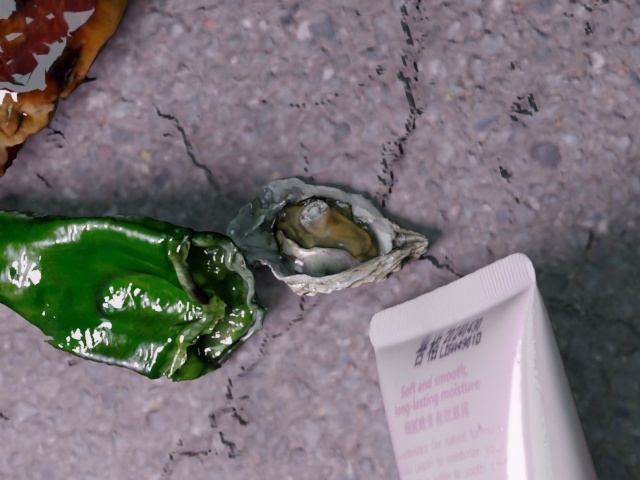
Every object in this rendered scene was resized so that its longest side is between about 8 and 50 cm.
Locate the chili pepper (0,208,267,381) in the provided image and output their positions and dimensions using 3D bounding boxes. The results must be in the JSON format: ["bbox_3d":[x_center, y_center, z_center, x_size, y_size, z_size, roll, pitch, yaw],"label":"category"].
[{"bbox_3d":[-0.139,0.015,1.157,0.216,0.062,0.108,13,122,11],"label":"chili pepper"}]

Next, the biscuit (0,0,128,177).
[{"bbox_3d":[-0.266,-0.170,1.198,0.289,0.081,0.334,29,82,4],"label":"biscuit"}]

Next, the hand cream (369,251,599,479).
[{"bbox_3d":[0.116,0.196,1.072,0.118,0.185,0.359,-10,82,-26],"label":"hand cream"}]

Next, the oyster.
[{"bbox_3d":[0.001,-0.001,1.176,0.098,0.037,0.100,-34,57,-20],"label":"oyster"}]
